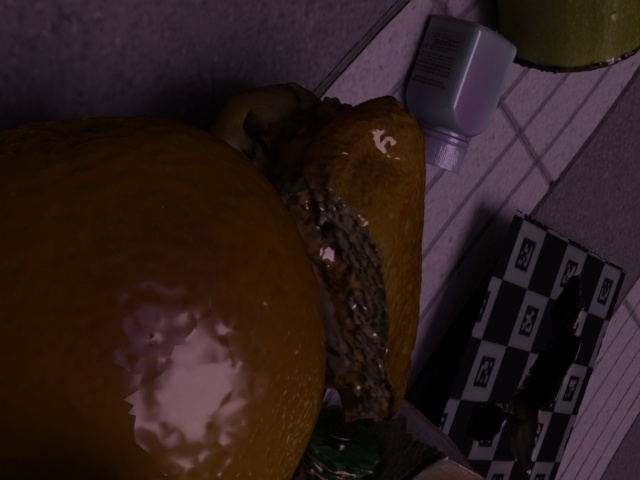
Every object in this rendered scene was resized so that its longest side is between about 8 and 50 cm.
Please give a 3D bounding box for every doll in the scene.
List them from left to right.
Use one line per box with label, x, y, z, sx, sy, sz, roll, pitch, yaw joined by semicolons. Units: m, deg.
doll;0.011;0.209;0.860;0.078;0.076;0.113;-25;130;-55

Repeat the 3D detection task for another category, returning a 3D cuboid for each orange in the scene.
orange;-0.105;0.054;0.486;0.236;0.236;0.236;-31;133;-40

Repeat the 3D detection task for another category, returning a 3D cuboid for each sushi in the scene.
sushi;0.207;0.156;1.103;0.359;0.064;0.343;18;91;-54

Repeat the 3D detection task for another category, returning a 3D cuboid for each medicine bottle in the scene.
medicine bottle;0.109;-0.119;0.812;0.074;0.055;0.118;7;103;-55

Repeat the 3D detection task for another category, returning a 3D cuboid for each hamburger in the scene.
hamburger;0.000;0.000;0.662;0.283;0.143;0.157;81;22;-51

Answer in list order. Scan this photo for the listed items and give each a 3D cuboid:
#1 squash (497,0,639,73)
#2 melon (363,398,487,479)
squash;0.203;-0.272;0.786;0.132;0.132;0.247;-40;136;-33
melon;0.072;0.203;0.913;0.093;0.140;0.202;20;137;-25
